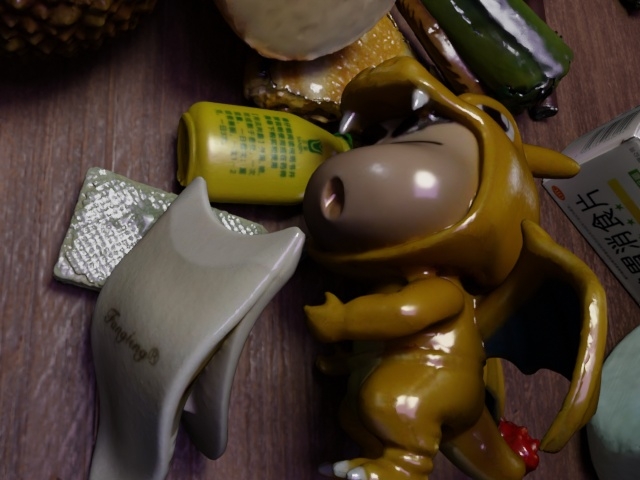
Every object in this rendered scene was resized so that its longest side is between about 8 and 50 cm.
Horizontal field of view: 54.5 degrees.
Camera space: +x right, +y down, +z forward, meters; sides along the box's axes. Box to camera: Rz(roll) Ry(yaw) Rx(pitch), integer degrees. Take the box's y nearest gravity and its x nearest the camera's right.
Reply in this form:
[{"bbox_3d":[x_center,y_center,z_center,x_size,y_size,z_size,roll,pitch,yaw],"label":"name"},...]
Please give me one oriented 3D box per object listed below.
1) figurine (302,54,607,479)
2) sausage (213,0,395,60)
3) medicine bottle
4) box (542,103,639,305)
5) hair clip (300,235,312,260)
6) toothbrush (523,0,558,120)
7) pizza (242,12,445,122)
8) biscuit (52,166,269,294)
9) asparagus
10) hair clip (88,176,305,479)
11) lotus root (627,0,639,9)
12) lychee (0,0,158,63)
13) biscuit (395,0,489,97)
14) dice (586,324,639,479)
[{"bbox_3d":[0.117,0.056,0.625,0.267,0.401,0.388,6,69,16],"label":"figurine"},{"bbox_3d":[-0.051,-0.365,0.645,0.233,0.233,0.287,-12,58,-28],"label":"sausage"},{"bbox_3d":[-0.008,-0.090,0.714,0.308,0.076,0.111,2,76,-26],"label":"medicine bottle"},{"bbox_3d":[0.504,-0.027,0.890,0.145,0.173,0.333,-42,95,-28],"label":"box"},{"bbox_3d":[-0.001,-0.001,0.715,0.115,0.039,0.030,-30,83,-28],"label":"hair clip"},{"bbox_3d":[0.334,-0.361,0.986,0.040,0.041,0.364,6,72,-24],"label":"toothbrush"},{"bbox_3d":[0.049,-0.244,0.792,0.287,0.074,0.252,13,70,-23],"label":"pizza"},{"bbox_3d":[-0.154,0.012,0.634,0.199,0.040,0.121,19,66,-21],"label":"biscuit"},{"bbox_3d":[0.195,-0.349,0.876,0.128,0.108,0.382,-44,95,2],"label":"asparagus"},{"bbox_3d":[-0.130,0.098,0.538,0.113,0.172,0.282,-2,111,-41],"label":"hair clip"},{"bbox_3d":[0.581,-0.495,1.122,0.089,0.080,0.180,18,68,-22],"label":"lotus root"},{"bbox_3d":[-0.266,-0.288,0.559,0.267,0.267,0.268,8,71,-24],"label":"lychee"},{"bbox_3d":[0.165,-0.241,0.827,0.229,0.031,0.176,59,15,18],"label":"biscuit"},{"bbox_3d":[0.523,0.241,0.765,0.268,0.264,0.262,45,61,-7],"label":"dice"}]
